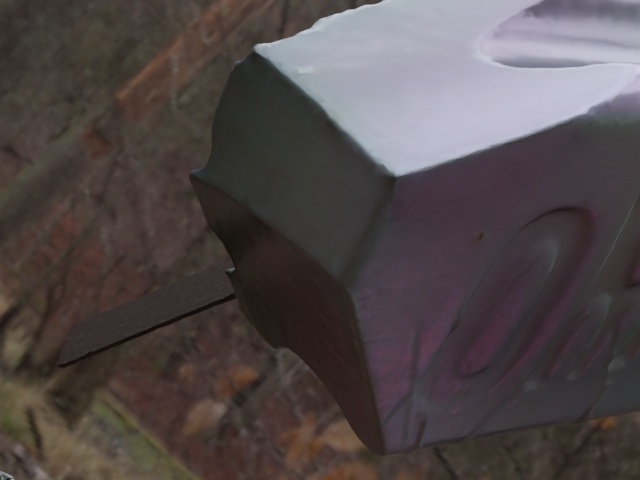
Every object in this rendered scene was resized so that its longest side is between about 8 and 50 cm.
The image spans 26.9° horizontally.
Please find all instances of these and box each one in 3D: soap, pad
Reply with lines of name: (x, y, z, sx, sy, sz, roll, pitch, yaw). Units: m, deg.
soap: (0.111, -0.013, 0.629, 0.347, 0.208, 0.115, -2, 39, -39)
pad: (0.000, 0.000, 0.804, 0.220, 0.330, 0.004, -162, -130, -82)

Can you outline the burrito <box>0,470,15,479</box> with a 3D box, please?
burrito: (-0.227, 0.259, 1.154, 0.096, 0.066, 0.309, 13, -18, 22)
